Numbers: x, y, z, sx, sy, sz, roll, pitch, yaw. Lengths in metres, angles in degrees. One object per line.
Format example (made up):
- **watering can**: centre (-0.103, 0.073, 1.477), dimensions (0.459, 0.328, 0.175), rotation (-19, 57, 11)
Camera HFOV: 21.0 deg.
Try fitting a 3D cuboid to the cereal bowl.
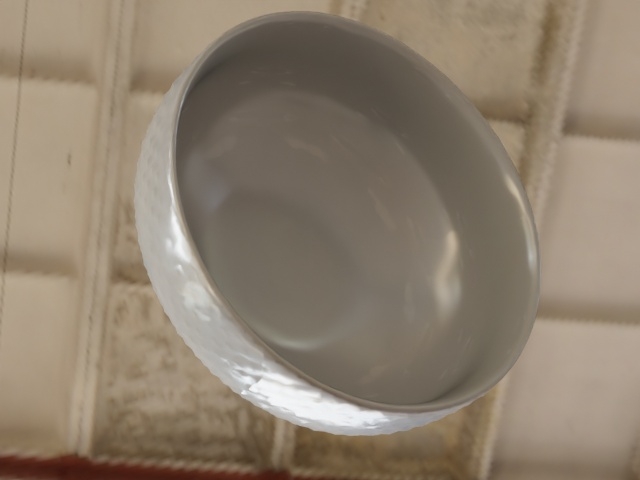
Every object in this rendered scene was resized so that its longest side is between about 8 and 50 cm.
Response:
- **cereal bowl**: centre (0.000, 0.000, 1.335), dimensions (0.339, 0.339, 0.141), rotation (21, -36, -24)
